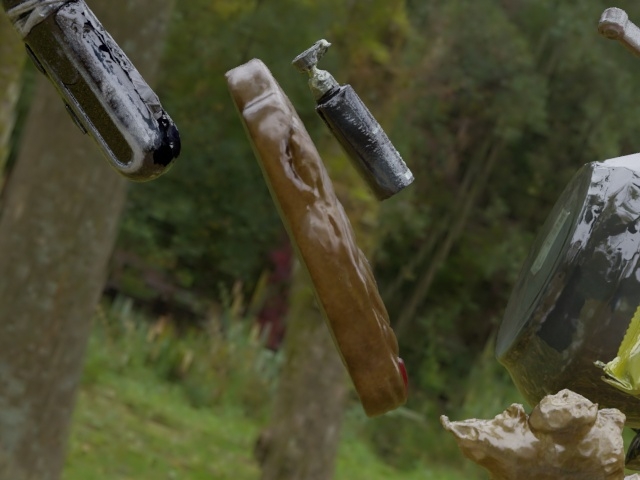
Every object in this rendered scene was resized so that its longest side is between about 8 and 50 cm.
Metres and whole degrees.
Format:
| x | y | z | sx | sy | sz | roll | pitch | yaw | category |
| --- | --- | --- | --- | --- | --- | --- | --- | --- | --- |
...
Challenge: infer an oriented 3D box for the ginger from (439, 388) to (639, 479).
| x | y | z | sx | sy | sz | roll | pitch | yaw | category |
| --- | --- | --- | --- | --- | --- | --- | --- | --- | --- |
| 0.196 | 0.155 | 1.169 | 0.214 | 0.133 | 0.059 | -11 | 17 | 3 | ginger |

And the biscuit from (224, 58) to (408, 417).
| x | y | z | sx | sy | sz | roll | pitch | yaw | category |
| --- | --- | --- | --- | --- | --- | --- | --- | --- | --- |
| 0.000 | 0.000 | 1.776 | 0.381 | 0.074 | 0.359 | 64 | 0 | 14 | biscuit |

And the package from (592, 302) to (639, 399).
| x | y | z | sx | sy | sz | roll | pitch | yaw | category |
| --- | --- | --- | --- | --- | --- | --- | --- | --- | --- |
| 0.340 | 0.109 | 1.416 | 0.226 | 0.168 | 0.090 | 35 | -13 | -11 | package |

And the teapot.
| x | y | z | sx | sy | sz | roll | pitch | yaw | category |
| --- | --- | --- | --- | --- | --- | --- | --- | --- | --- |
| 0.414 | 0.063 | 1.861 | 0.361 | 0.376 | 0.305 | 25 | 7 | -2 | teapot |

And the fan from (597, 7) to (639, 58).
| x | y | z | sx | sy | sz | roll | pitch | yaw | category |
| --- | --- | --- | --- | --- | --- | --- | --- | --- | --- |
| 0.328 | -0.115 | 1.467 | 0.282 | 0.023 | 0.057 | 31 | -21 | -28 | fan |

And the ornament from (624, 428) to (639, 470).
| x | y | z | sx | sy | sz | roll | pitch | yaw | category |
| --- | --- | --- | --- | --- | --- | --- | --- | --- | --- |
| 0.451 | 0.144 | 2.172 | 0.106 | 0.260 | 0.251 | 8 | -27 | -19 | ornament |

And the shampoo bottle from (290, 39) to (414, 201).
| x | y | z | sx | sy | sz | roll | pitch | yaw | category |
| --- | --- | --- | --- | --- | --- | --- | --- | --- | --- |
| 0.038 | -0.146 | 2.129 | 0.208 | 0.063 | 0.057 | 55 | -6 | -11 | shampoo bottle |

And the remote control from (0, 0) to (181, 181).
| x | y | z | sx | sy | sz | roll | pitch | yaw | category |
| --- | --- | --- | --- | --- | --- | --- | --- | --- | --- |
| -0.240 | -0.170 | 1.743 | 0.266 | 0.090 | 0.066 | 53 | 23 | -6 | remote control |
